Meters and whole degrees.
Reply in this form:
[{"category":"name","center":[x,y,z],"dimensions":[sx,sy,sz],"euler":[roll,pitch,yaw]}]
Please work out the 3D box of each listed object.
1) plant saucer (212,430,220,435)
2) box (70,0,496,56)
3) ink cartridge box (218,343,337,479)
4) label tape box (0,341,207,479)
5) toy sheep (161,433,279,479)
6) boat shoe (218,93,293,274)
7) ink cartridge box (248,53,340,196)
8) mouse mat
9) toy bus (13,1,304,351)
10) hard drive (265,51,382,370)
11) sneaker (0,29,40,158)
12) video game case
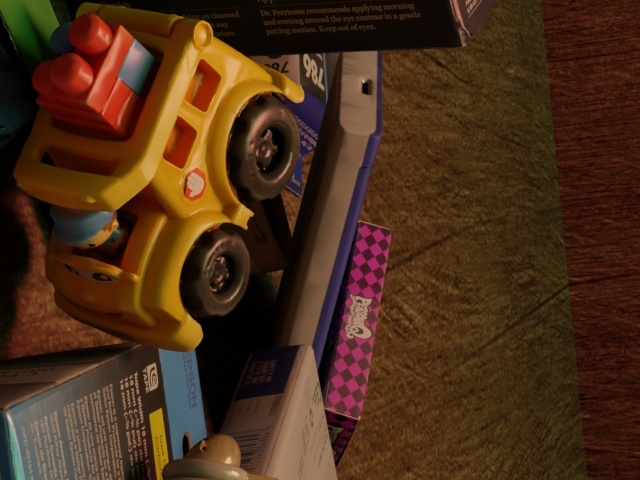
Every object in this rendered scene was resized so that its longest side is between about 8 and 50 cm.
[{"category":"plant saucer","center":[-0.081,0.317,1.635],"dimensions":[0.310,0.050,0.310],"euler":[-6,90,-67]},{"category":"box","center":[-0.046,-0.318,1.453],"dimensions":[0.179,0.343,0.312],"euler":[-56,138,-47]},{"category":"ink cartridge box","center":[-0.020,0.289,1.544],"dimensions":[0.324,0.071,0.330],"euler":[-72,152,-75]},{"category":"label tape box","center":[-0.176,0.204,1.317],"dimensions":[0.334,0.106,0.240],"euler":[-20,104,-74]},{"category":"toy sheep","center":[-0.079,0.197,1.310],"dimensions":[0.091,0.091,0.132],"euler":[51,41,-58]},{"category":"boat shoe","center":[-0.080,-0.118,1.707],"dimensions":[0.109,0.098,0.302],"euler":[-15,99,-71]},{"category":"ink cartridge box","center":[-0.023,-0.224,1.970],"dimensions":[0.165,0.065,0.332],"euler":[32,56,-68]},{"category":"mouse mat","center":[-0.226,-0.204,1.332],"dimensions":[0.152,0.007,0.189],"euler":[-70,136,-78]},{"category":"toy bus","center":[-0.136,-0.058,1.306],"dimensions":[0.211,0.149,0.220],"euler":[38,69,-56]},{"category":"hard drive","center":[0.000,0.000,1.733],"dimensions":[0.210,0.040,0.318],"euler":[-86,-170,-62]},{"category":"sneaker","center":[-0.237,-0.099,1.268],"dimensions":[0.209,0.069,0.082],"euler":[21,55,-72]},{"category":"video game case","center":[0.008,0.132,1.825],"dimensions":[0.210,0.042,0.232],"euler":[115,-11,-49]}]
